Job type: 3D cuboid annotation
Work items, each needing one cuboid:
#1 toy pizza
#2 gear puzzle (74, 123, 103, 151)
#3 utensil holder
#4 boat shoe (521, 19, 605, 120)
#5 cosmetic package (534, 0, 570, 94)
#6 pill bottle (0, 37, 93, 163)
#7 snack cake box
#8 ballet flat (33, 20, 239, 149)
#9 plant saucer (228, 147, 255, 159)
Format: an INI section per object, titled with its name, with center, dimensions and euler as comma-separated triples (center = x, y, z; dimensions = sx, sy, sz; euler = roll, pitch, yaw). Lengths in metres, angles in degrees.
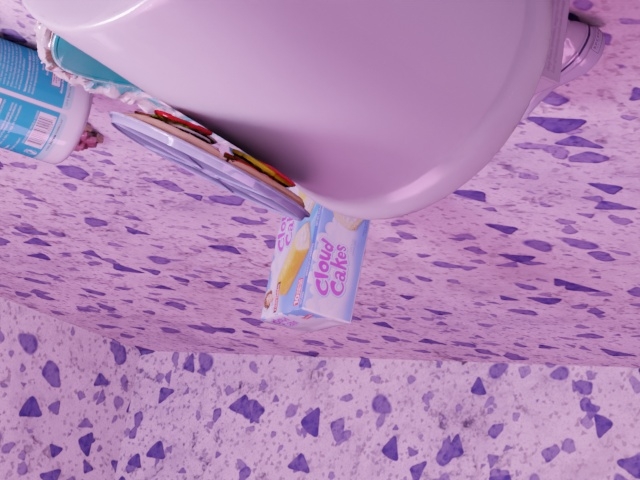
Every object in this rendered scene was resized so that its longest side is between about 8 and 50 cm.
[toy pizza]
center = -0.095, -0.074, 1.314
dimensions = 0.201, 0.032, 0.201
euler = 26, 176, 2
[gear puzzle]
center = -0.532, -0.184, 2.360
dimensions = 0.338, 0.044, 0.175
euler = 5, 164, 19
[utensil holder]
center = -0.033, -0.237, 1.314
dimensions = 0.327, 0.328, 0.385
euler = -4, 158, 42
[boat shoe]
center = 0.242, -0.207, 1.731
dimensions = 0.075, 0.083, 0.226
euler = 27, 149, -17
[cosmetic package]
center = 0.183, -0.210, 1.659
dimensions = 0.085, 0.117, 0.231
euler = 16, 165, -23
[pill bottle]
center = -0.458, -0.210, 2.026
dimensions = 0.264, 0.146, 0.146
euler = 19, 163, -27
[snack cake box]
center = 0.000, 0.000, 2.257
dimensions = 0.089, 0.264, 0.152
euler = 18, 163, -25
[ballet flat]
center = -0.174, -0.223, 1.888
dimensions = 0.408, 0.147, 0.147
euler = 21, 162, -25
[plant saucer]
center = -0.082, -0.136, 2.271
dimensions = 0.119, 0.021, 0.119
euler = 14, 162, 5
